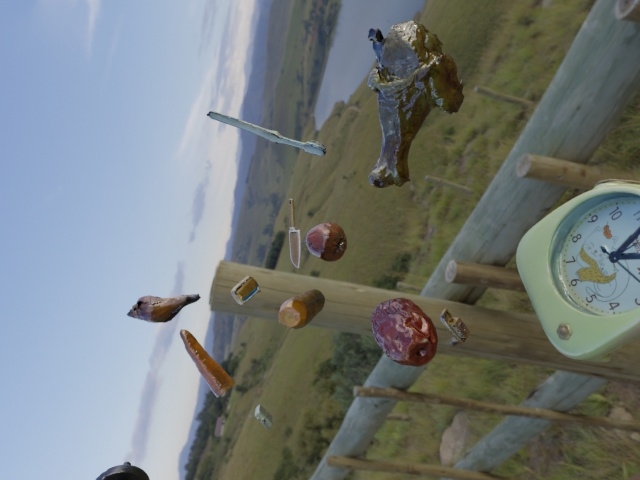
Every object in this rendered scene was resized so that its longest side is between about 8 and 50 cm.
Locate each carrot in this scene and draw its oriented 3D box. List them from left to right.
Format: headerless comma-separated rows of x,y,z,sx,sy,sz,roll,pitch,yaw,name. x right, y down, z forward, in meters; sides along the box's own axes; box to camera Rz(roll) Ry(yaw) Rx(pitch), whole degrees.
-0.318,0.326,1.204,0.061,0.209,0.061,-38,0,0,carrot
-0.067,0.252,1.635,0.302,0.114,0.113,-11,-65,-74,carrot

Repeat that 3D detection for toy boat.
0.611,0.386,2.008,0.057,0.200,0.077,-47,15,-28,toy boat

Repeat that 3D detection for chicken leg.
0.212,-0.300,1.005,0.140,0.212,0.360,-39,-50,-52,chicken leg

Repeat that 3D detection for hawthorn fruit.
0.008,-0.007,1.604,0.149,0.189,0.149,-49,-25,-33,hawthorn fruit

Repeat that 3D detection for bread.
-0.266,0.175,1.561,0.053,0.072,0.106,-21,13,41,bread

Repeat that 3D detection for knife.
-0.094,-0.027,1.588,0.022,0.046,0.255,8,-103,-65,knife

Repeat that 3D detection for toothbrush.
-0.120,-0.230,0.942,0.026,0.295,0.028,94,-159,-45,toothbrush

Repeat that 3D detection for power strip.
-0.141,0.440,1.104,0.019,0.051,0.136,-45,-5,-14,power strip

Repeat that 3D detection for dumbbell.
-0.498,0.667,1.080,0.325,0.144,0.143,-132,54,-68,dumbbell

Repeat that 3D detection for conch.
-0.462,0.201,1.294,0.086,0.233,0.080,82,-171,-68,conch

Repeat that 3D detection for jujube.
0.239,0.261,1.278,0.250,0.174,0.174,-116,39,-68,jujube

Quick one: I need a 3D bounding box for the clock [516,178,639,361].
0.545,0.037,0.806,0.348,0.118,0.285,-52,33,44,clock
